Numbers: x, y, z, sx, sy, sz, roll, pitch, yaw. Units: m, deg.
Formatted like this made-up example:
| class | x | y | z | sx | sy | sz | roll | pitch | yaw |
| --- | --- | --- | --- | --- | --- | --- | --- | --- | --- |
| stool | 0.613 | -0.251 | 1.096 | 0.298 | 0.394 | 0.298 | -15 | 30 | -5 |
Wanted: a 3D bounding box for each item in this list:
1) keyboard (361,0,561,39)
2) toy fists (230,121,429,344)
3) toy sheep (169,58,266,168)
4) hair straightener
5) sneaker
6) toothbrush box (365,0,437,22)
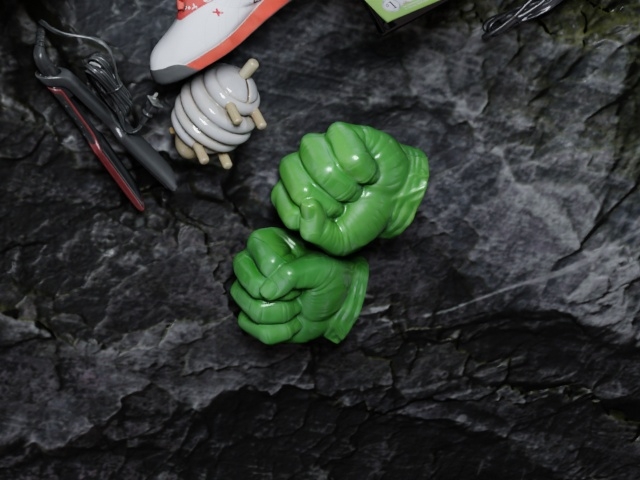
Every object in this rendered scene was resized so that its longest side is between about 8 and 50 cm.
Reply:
| class | x | y | z | sx | sy | sz | roll | pitch | yaw |
| --- | --- | --- | --- | --- | --- | --- | --- | --- | --- |
| keyboard | 0.186 | -0.294 | 1.449 | 0.317 | 0.033 | 0.201 | -28 | 121 | 8 |
| toy fists | 0.000 | 0.000 | 1.586 | 0.142 | 0.096 | 0.279 | 14 | 123 | -22 |
| toy sheep | -0.099 | -0.128 | 1.465 | 0.091 | 0.091 | 0.132 | 29 | 122 | -31 |
| hair straightener | -0.201 | -0.132 | 1.471 | 0.089 | 0.047 | 0.230 | -28 | 124 | 7 |
| sneaker | -0.087 | -0.266 | 1.371 | 0.270 | 0.090 | 0.145 | -32 | 111 | 24 |
| toothbrush box | 0.032 | -0.355 | 1.233 | 0.122 | 0.206 | 0.283 | -19 | 135 | 38 |
